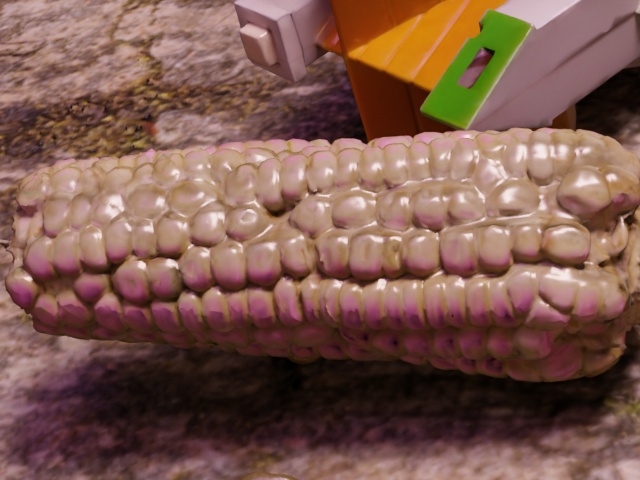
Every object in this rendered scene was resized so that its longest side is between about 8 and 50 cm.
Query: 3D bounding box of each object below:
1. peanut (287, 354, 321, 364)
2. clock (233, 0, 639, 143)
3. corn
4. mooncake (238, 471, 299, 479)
[{"bbox_3d":[-0.016,0.037,0.826,0.037,0.037,0.083,-17,44,9],"label":"peanut"},{"bbox_3d":[0.113,-0.162,0.886,0.309,0.166,0.235,-34,39,-24],"label":"clock"},{"bbox_3d":[0.000,0.002,0.750,0.335,0.127,0.127,3,45,14],"label":"corn"},{"bbox_3d":[-0.083,0.058,0.819,0.150,0.057,0.347,-9,37,-1],"label":"mooncake"}]
